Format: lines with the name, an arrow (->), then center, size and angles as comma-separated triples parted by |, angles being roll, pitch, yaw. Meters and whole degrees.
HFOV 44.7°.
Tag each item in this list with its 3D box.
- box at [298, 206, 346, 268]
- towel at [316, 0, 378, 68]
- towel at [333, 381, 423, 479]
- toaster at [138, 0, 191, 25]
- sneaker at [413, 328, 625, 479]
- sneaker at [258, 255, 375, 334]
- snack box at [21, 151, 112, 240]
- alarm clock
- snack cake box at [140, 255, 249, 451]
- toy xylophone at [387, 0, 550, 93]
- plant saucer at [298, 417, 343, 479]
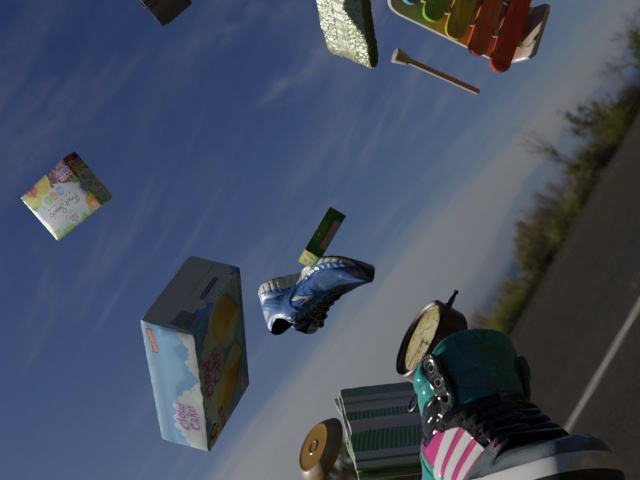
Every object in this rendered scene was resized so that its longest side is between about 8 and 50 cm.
box -> 0.000, 0.000, 1.609 | 0.105, 0.043, 0.179 | -59, 2, -11
towel -> 0.041, -0.337, 1.188 | 0.027, 0.110, 0.148 | -41, -39, -22
towel -> 0.160, 0.338, 1.427 | 0.325, 0.247, 0.038 | -111, 15, -77
toaster -> -0.425, -0.647, 1.947 | 0.110, 0.168, 0.185 | -45, -5, 1
sneaker -> 0.169, 0.164, 0.726 | 0.295, 0.123, 0.179 | 125, 147, -62
sneaker -> -0.003, 0.136, 1.776 | 0.330, 0.147, 0.129 | -27, -30, 38
snack box -> -0.439, -0.075, 1.346 | 0.141, 0.100, 0.037 | -32, 13, 33
alarm clock -> 0.165, 0.175, 1.170 | 0.129, 0.064, 0.192 | -48, 13, 54
snack cake box -> -0.184, 0.176, 1.189 | 0.152, 0.089, 0.264 | -62, -21, -47
toy xylophone -> 0.261, -0.412, 1.446 | 0.081, 0.322, 0.236 | 164, 119, -75
plant saucer -> -0.003, 0.245, 0.915 | 0.083, 0.015, 0.083 | -50, 22, 29
